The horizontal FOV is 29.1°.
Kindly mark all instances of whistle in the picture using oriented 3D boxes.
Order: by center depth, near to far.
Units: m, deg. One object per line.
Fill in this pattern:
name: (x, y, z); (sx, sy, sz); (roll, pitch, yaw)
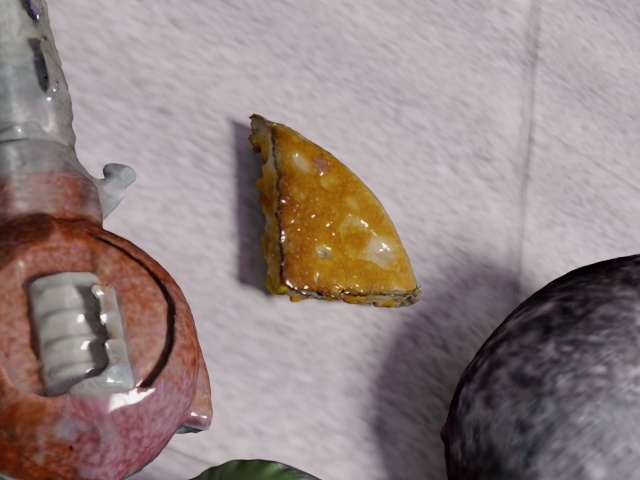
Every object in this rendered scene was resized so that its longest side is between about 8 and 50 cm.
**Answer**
whistle: (-0.151, 0.007, 0.683); (0.142, 0.133, 0.346); (-13, 67, -5)

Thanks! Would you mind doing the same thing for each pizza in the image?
pizza: (0.000, 0.000, 0.860); (0.178, 0.041, 0.131); (40, 48, -19)

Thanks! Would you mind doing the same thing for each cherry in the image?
cherry: (0.226, 0.139, 0.868); (0.296, 0.218, 0.255); (-21, 84, -32)

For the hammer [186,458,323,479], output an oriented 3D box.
hammer: (-0.034, 0.293, 0.643); (0.206, 0.119, 0.335); (40, 58, -55)
